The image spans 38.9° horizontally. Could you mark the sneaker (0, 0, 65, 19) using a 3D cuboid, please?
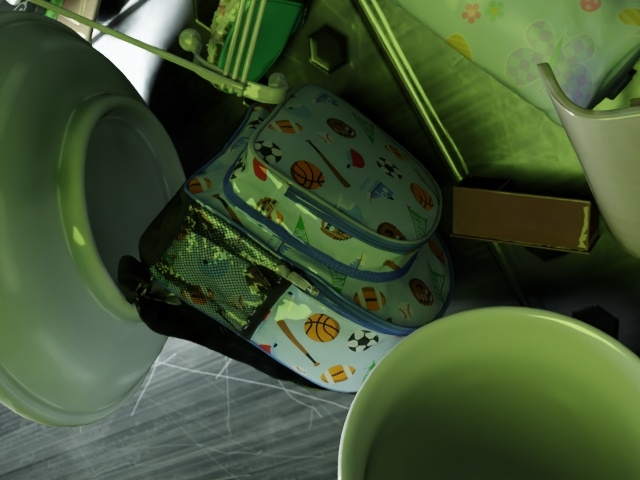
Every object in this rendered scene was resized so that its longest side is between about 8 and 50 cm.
[{"bbox_3d":[-0.330,-0.389,0.819,0.185,0.202,0.482,17,119,21],"label":"sneaker"}]

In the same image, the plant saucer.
[{"bbox_3d":[-0.212,-0.027,0.870,0.101,0.400,0.400,-8,108,17],"label":"plant saucer"}]

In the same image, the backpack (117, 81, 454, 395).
[{"bbox_3d":[0.000,0.000,0.848,0.263,0.276,0.213,41,128,-8],"label":"backpack"}]

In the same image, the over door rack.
[{"bbox_3d":[-0.146,-0.283,0.778,0.324,0.108,0.239,20,115,7],"label":"over door rack"}]

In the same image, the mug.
[{"bbox_3d":[0.114,0.264,0.821,0.374,0.276,0.328,-10,147,-1],"label":"mug"}]

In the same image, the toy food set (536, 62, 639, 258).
[{"bbox_3d":[0.331,-0.082,0.639,0.306,0.092,0.220,-8,150,25],"label":"toy food set"}]

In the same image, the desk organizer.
[{"bbox_3d":[0.189,-0.026,0.839,0.130,0.047,0.050,8,114,27],"label":"desk organizer"}]

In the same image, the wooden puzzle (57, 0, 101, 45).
[{"bbox_3d":[-0.304,-0.354,0.972,0.221,0.044,0.238,31,123,14],"label":"wooden puzzle"}]

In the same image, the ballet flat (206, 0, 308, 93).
[{"bbox_3d":[-0.048,-0.253,0.863,0.241,0.091,0.077,-56,49,31],"label":"ballet flat"}]

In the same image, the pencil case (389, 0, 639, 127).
[{"bbox_3d":[0.141,-0.210,0.740,0.273,0.113,0.124,38,107,9],"label":"pencil case"}]
